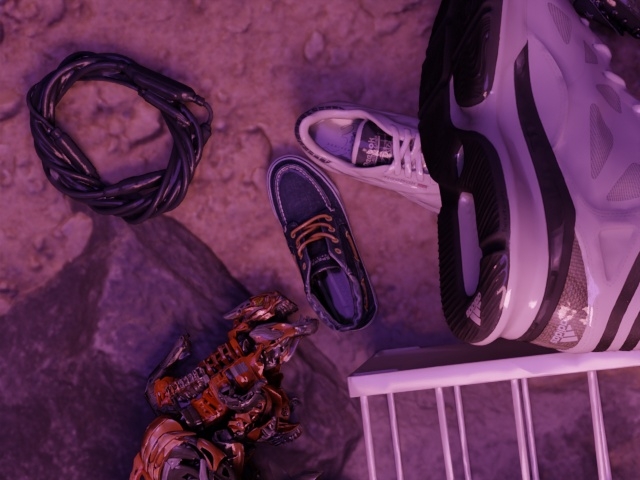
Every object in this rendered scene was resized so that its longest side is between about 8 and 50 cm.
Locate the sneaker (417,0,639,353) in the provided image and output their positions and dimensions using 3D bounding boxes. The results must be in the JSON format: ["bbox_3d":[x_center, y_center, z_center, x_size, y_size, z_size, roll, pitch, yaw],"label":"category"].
[{"bbox_3d":[0.232,-0.084,1.368,0.258,0.169,0.447,11,53,-14],"label":"sneaker"}]

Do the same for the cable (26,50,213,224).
[{"bbox_3d":[-0.203,-0.102,1.546,0.184,0.047,0.150,22,99,6],"label":"cable"}]

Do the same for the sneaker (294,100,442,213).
[{"bbox_3d":[0.090,-0.074,1.468,0.235,0.095,0.090,11,90,8],"label":"sneaker"}]

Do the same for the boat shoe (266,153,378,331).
[{"bbox_3d":[0.000,0.000,1.487,0.065,0.083,0.183,-28,86,8],"label":"boat shoe"}]

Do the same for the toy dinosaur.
[{"bbox_3d":[-0.092,0.210,1.491,0.218,0.164,0.322,33,108,21],"label":"toy dinosaur"}]

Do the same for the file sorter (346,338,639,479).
[{"bbox_3d":[0.184,0.176,1.406,0.278,0.193,0.173,-8,92,9],"label":"file sorter"}]

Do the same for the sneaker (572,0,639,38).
[{"bbox_3d":[0.289,-0.216,1.445,0.106,0.078,0.234,-30,82,12],"label":"sneaker"}]
